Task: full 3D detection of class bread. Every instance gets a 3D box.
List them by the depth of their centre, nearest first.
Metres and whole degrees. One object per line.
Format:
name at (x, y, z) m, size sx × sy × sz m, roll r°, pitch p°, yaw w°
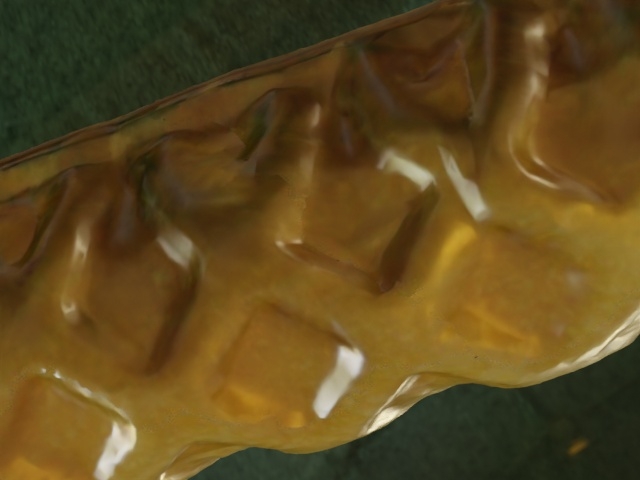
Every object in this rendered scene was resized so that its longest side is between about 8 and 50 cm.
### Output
bread at (0.000, 0.000, 0.357) m, size 0.269 × 0.098 × 0.087 m, roll -19°, pitch 92°, yaw 11°
